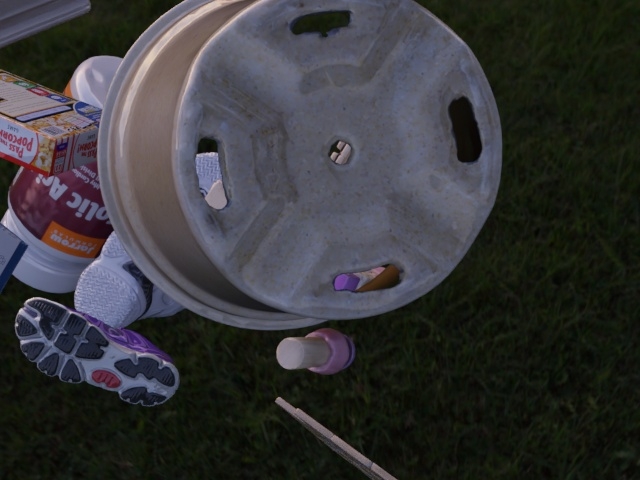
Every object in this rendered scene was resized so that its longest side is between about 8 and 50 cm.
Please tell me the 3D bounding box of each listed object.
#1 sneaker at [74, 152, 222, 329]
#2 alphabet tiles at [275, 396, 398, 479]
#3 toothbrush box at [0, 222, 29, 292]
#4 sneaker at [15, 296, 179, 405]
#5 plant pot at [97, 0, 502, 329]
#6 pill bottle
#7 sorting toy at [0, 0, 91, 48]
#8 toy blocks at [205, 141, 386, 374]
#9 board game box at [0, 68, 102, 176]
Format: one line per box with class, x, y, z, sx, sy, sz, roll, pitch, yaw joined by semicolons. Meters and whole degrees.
sneaker;-0.238;0.002;1.550;0.137;0.210;0.366;47;105;15
alphabet tiles;0.087;0.307;1.167;0.285;0.342;0.011;30;77;31
toothbrush box;-0.359;0.072;0.587;0.295;0.126;0.216;-11;45;37
sneaker;-0.219;0.107;0.912;0.170;0.071;0.068;32;99;-19
plant pot;-0.013;-0.070;0.741;0.333;0.305;0.334;-1;94;-12
pill bottle;-0.402;-0.103;1.610;0.392;0.224;0.224;-50;58;30
sorting toy;-0.421;-0.359;1.208;0.347;0.196;0.047;-30;20;-24
toy blocks;0.000;0.000;1.335;0.288;0.260;0.309;35;101;25
board game box;-0.337;-0.138;1.038;0.193;0.147;0.045;23;112;13
